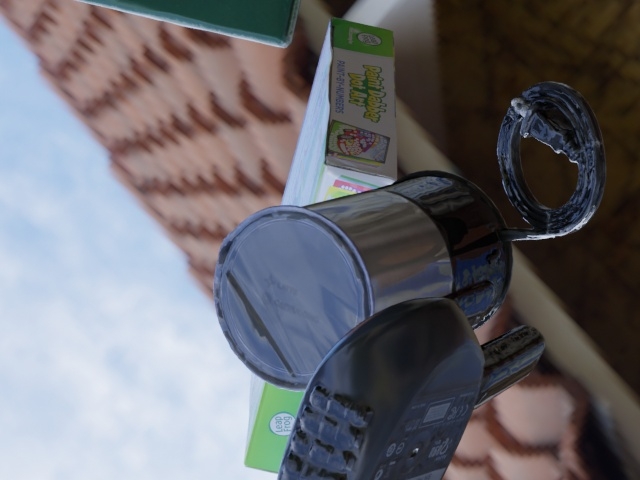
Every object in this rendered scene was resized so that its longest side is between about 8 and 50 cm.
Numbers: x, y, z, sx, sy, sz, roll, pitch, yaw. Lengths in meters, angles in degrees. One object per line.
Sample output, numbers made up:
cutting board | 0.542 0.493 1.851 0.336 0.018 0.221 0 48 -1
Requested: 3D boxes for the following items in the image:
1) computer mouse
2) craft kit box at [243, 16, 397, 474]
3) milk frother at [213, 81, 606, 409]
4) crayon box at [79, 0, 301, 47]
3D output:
computer mouse | -0.012 0.123 0.667 0.041 0.242 0.071 31 -166 24
craft kit box | 0.000 0.000 1.407 0.061 0.250 0.247 14 -151 -3
milk frother | 0.046 -0.005 0.880 0.129 0.143 0.134 20 -161 28
crayon box | -0.161 -0.188 0.976 0.313 0.106 0.363 11 -171 -4
